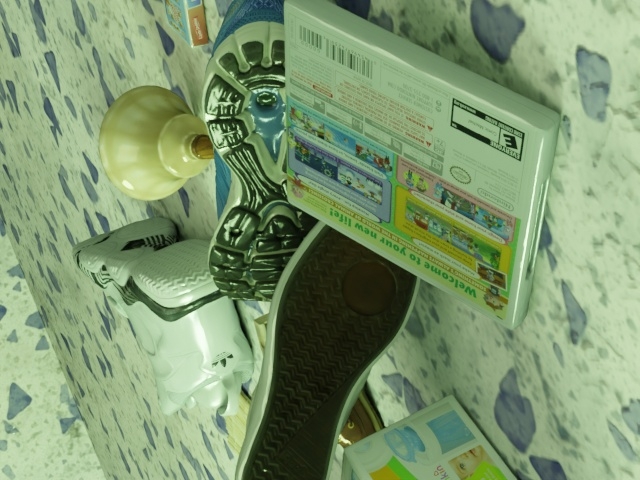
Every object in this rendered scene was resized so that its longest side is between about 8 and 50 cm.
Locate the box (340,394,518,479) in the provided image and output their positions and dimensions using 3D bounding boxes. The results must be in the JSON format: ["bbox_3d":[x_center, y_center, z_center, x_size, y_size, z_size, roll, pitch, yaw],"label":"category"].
[{"bbox_3d":[0.114,0.248,1.092,0.203,0.114,0.103,52,156,33],"label":"box"}]

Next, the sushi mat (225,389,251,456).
[{"bbox_3d":[-0.057,0.296,1.717,0.316,0.019,0.151,42,149,49],"label":"sushi mat"}]

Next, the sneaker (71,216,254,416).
[{"bbox_3d":[-0.201,0.097,1.689,0.366,0.137,0.210,17,124,61],"label":"sneaker"}]

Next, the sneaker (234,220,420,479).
[{"bbox_3d":[-0.003,0.084,1.097,0.123,0.106,0.290,-99,33,-80],"label":"sneaker"}]

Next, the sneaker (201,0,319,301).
[{"bbox_3d":[-0.032,-0.074,1.118,0.330,0.130,0.147,93,179,-46],"label":"sneaker"}]

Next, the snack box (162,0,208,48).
[{"bbox_3d":[-0.143,-0.279,1.308,0.064,0.022,0.178,46,151,43],"label":"snack box"}]

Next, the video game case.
[{"bbox_3d":[0.062,-0.054,0.926,0.212,0.023,0.193,30,143,26],"label":"video game case"}]

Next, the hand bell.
[{"bbox_3d":[-0.114,-0.096,1.361,0.242,0.126,0.126,8,120,52],"label":"hand bell"}]

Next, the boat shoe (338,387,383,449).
[{"bbox_3d":[0.019,0.173,1.328,0.064,0.060,0.178,14,125,66],"label":"boat shoe"}]

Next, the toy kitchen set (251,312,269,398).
[{"bbox_3d":[-0.049,0.132,1.445,0.083,0.068,0.075,32,141,57],"label":"toy kitchen set"}]
